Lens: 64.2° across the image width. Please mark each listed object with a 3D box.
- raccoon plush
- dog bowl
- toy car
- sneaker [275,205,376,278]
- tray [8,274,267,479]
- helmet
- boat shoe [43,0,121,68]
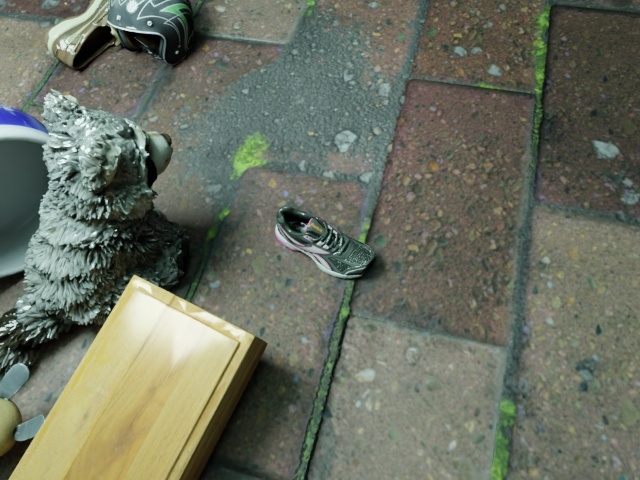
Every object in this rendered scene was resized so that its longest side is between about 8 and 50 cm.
[{"bbox_3d":[-0.364,0.022,0.706,0.216,0.299,0.446,25,68,17],"label":"raccoon plush"},{"bbox_3d":[-0.509,-0.071,0.790,0.265,0.265,0.104,-42,64,-16],"label":"dog bowl"},{"bbox_3d":[-0.461,0.253,0.672,0.188,0.149,0.155,-29,74,-4],"label":"toy car"},{"bbox_3d":[0.000,0.000,0.806,0.178,0.077,0.072,20,67,15],"label":"sneaker"},{"bbox_3d":[-0.258,0.271,0.658,0.203,0.076,0.411,23,76,17],"label":"tray"},{"bbox_3d":[-0.342,-0.456,1.035,0.169,0.161,0.169,-3,62,5],"label":"helmet"},{"bbox_3d":[-0.455,-0.459,1.100,0.257,0.095,0.095,-43,80,-10],"label":"boat shoe"}]
